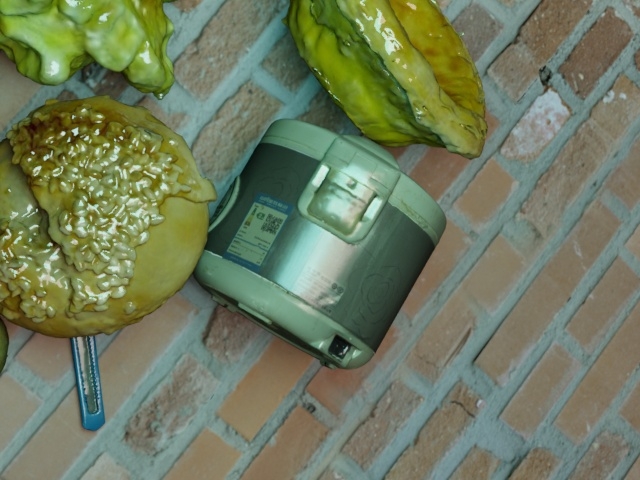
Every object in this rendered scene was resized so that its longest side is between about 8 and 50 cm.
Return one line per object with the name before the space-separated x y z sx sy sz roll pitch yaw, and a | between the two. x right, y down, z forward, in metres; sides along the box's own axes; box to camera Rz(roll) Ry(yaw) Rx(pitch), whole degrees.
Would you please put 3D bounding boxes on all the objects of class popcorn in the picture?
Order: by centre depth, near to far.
popcorn | -0.309 -0.321 1.378 0.279 0.335 0.274 5 49 11

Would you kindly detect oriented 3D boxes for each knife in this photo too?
knife | -0.308 0.102 1.537 0.044 0.026 0.297 -11 96 -33

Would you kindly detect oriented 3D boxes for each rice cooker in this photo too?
rice cooker | 0.000 -0.003 1.522 0.288 0.288 0.277 33 82 -20

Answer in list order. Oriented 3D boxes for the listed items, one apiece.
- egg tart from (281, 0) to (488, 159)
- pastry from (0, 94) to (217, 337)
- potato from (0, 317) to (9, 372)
egg tart | 0.078 -0.255 1.541 0.169 0.388 0.388 -34 107 18
pastry | -0.288 -0.025 1.403 0.315 0.184 0.284 -28 91 6
potato | -0.491 0.112 1.420 0.251 0.113 0.149 19 76 -32
